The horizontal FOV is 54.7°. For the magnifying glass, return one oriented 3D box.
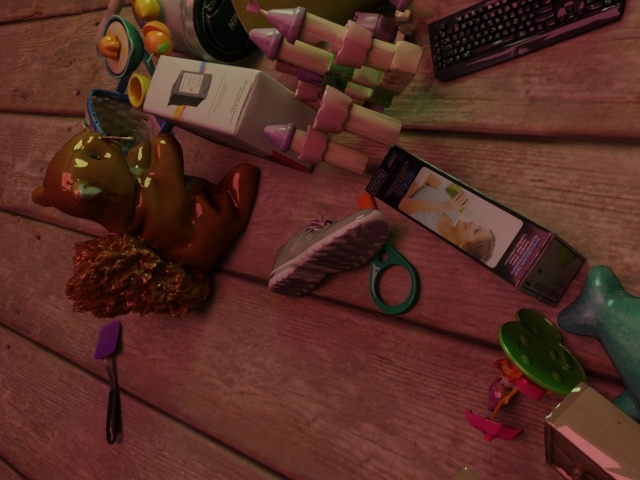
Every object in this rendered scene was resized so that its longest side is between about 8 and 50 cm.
[{"bbox_3d":[0.109,0.020,1.085,0.092,0.026,0.231,-31,64,29],"label":"magnifying glass"}]

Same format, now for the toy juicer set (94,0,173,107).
[{"bbox_3d":[-0.427,-0.451,1.335,0.329,0.089,0.209,48,129,31],"label":"toy juicer set"}]

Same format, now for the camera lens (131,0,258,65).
[{"bbox_3d":[-0.267,-0.520,1.382,0.274,0.219,0.219,27,96,39],"label":"camera lens"}]

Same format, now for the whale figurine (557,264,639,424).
[{"bbox_3d":[0.413,0.132,0.743,0.272,0.141,0.216,41,105,37],"label":"whale figurine"}]

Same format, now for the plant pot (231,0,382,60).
[{"bbox_3d":[0.017,-0.511,1.153,0.294,0.275,0.274,-9,73,27],"label":"plant pot"}]

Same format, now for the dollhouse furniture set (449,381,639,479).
[{"bbox_3d":[0.261,0.399,0.673,0.394,0.362,0.256,-40,50,-12],"label":"dollhouse furniture set"}]

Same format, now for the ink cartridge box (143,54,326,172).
[{"bbox_3d":[-0.169,-0.255,1.238,0.306,0.226,0.131,20,90,40],"label":"ink cartridge box"}]

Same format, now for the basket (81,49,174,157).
[{"bbox_3d":[-0.441,-0.275,1.469,0.289,0.201,0.254,-51,54,27],"label":"basket"}]

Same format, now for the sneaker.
[{"bbox_3d":[0.000,0.000,1.109,0.281,0.105,0.115,-29,52,37],"label":"sneaker"}]

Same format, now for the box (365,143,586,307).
[{"bbox_3d":[0.225,-0.024,0.914,0.290,0.169,0.087,39,101,39],"label":"box"}]

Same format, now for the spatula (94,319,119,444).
[{"bbox_3d":[-0.501,0.333,1.474,0.084,0.030,0.296,-25,64,28],"label":"spatula"}]

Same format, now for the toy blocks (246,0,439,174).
[{"bbox_3d":[0.009,-0.299,1.005,0.288,0.260,0.309,146,142,-81],"label":"toy blocks"}]

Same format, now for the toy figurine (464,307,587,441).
[{"bbox_3d":[0.265,0.201,0.866,0.130,0.173,0.159,27,119,-1],"label":"toy figurine"}]

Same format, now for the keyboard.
[{"bbox_3d":[0.323,-0.399,1.018,0.317,0.033,0.201,-13,71,34],"label":"keyboard"}]

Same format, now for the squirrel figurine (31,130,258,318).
[{"bbox_3d":[-0.375,-0.028,1.247,0.281,0.370,0.397,7,83,38],"label":"squirrel figurine"}]
